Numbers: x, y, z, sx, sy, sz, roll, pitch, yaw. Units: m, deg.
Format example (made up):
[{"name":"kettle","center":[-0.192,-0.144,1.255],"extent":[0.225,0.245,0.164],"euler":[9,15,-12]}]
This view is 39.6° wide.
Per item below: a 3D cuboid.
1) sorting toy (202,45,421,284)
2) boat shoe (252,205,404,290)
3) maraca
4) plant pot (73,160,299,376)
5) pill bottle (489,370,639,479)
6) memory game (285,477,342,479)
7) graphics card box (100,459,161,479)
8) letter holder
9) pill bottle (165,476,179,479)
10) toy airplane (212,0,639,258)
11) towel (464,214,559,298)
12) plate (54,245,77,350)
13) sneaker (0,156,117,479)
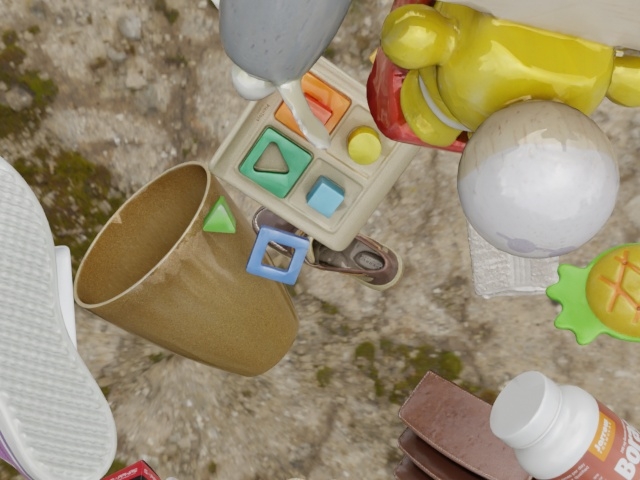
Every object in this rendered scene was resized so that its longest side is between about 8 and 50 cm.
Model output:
[{"name":"sorting toy","center":[0.000,-0.098,0.996],"extent":[0.196,0.047,0.347],"euler":[31,107,-16]},{"name":"boat shoe","center":[0.000,0.000,1.776],"extent":[0.342,0.123,0.123],"euler":[26,89,22]},{"name":"maraca","center":[0.377,0.067,1.105],"extent":[0.186,0.099,0.127],"euler":[-11,67,1]},{"name":"plant pot","center":[-0.151,0.066,1.182],"extent":[0.254,0.237,0.237],"euler":[45,77,-28]},{"name":"pill bottle","center":[0.312,0.251,1.064],"extent":[0.216,0.121,0.121],"euler":[36,79,-16]},{"name":"memory game","center":[-0.009,0.314,0.912],"extent":[0.186,0.012,0.186],"euler":[0,118,0]},{"name":"graphics card box","center":[-0.418,0.618,1.680],"extent":[0.233,0.371,0.094],"euler":[-27,121,9]},{"name":"letter holder","center":[0.284,0.430,1.722],"extent":[0.302,0.152,0.214],"euler":[27,68,39]},{"name":"pill bottle","center":[-0.289,0.495,1.552],"extent":[0.152,0.086,0.086],"euler":[-44,91,-5]},{"name":"toy airplane","center":[0.140,-0.127,0.476],"extent":[0.386,0.384,0.272],"euler":[1,78,26]},{"name":"towel","center":[0.402,-0.005,1.869],"extent":[0.187,0.049,0.282],"euler":[-5,115,16]},{"name":"plate","center":[-0.522,0.155,1.505],"extent":[0.045,0.277,0.278],"euler":[-3,92,24]},{"name":"sneaker","center":[-0.272,0.068,0.722],"extent":[0.102,0.161,0.282],"euler":[-20,96,-34]}]
